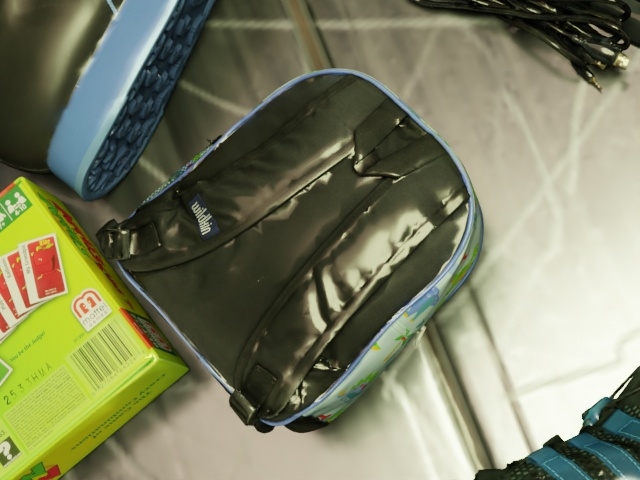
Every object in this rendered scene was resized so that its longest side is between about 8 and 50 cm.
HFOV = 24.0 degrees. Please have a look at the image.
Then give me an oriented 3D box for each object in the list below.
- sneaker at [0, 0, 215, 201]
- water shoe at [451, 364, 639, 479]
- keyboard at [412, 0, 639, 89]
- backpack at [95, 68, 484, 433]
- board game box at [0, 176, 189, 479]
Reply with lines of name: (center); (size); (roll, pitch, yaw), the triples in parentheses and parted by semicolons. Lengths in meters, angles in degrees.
sneaker: (-0.072, -0.134, 0.588); (0.090, 0.081, 0.232); (29, 87, 8)
water shoe: (0.109, 0.086, 0.526); (0.203, 0.073, 0.080); (-4, 57, 7)
keyboard: (0.107, -0.113, 0.571); (0.192, 0.038, 0.100); (30, 87, 16)
backpack: (0.000, 0.000, 0.545); (0.114, 0.084, 0.105); (-44, 75, 6)
board game box: (-0.151, 0.071, 0.584); (0.181, 0.043, 0.092); (-40, 74, 2)
